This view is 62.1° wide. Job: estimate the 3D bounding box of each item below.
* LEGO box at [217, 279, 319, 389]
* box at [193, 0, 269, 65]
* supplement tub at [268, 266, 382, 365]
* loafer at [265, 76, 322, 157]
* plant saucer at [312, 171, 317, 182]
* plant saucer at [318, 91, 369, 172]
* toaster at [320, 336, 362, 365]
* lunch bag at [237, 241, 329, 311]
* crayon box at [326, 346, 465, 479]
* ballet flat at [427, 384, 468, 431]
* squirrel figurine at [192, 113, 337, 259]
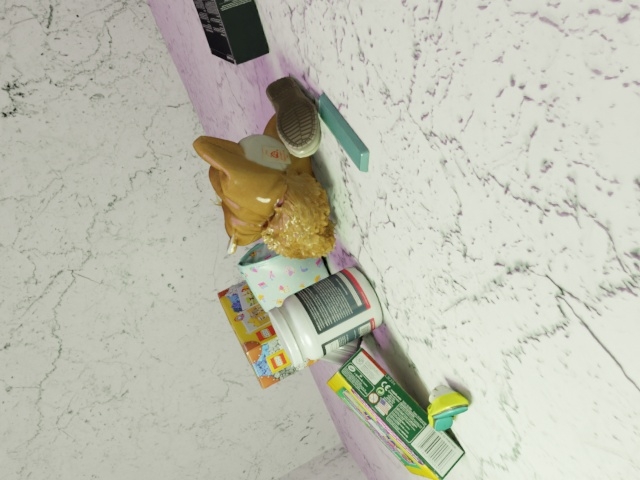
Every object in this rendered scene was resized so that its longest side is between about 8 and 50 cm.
[{"bbox_3d":[-0.164,0.310,2.137,0.500,0.372,0.193,40,152,60],"label":"LEGO box"},{"bbox_3d":[-0.243,-0.577,1.391,0.261,0.103,0.184,45,153,55],"label":"box"},{"bbox_3d":[0.014,0.207,1.459,0.191,0.272,0.191,59,166,25],"label":"supplement tub"},{"bbox_3d":[-0.051,-0.276,1.219,0.092,0.102,0.268,54,-167,-48],"label":"loafer"},{"bbox_3d":[-0.031,-0.175,1.501,0.083,0.013,0.083,58,165,25],"label":"plant saucer"},{"bbox_3d":[0.045,-0.224,1.105,0.192,0.018,0.067,59,165,29],"label":"plant saucer"},{"bbox_3d":[0.061,0.321,1.693,0.227,0.146,0.129,90,-169,-63],"label":"toaster"},{"bbox_3d":[-0.122,0.102,1.786,0.223,0.262,0.160,67,174,-34],"label":"lunch bag"},{"bbox_3d":[0.187,0.480,1.468,0.363,0.106,0.313,45,164,11],"label":"crayon box"},{"bbox_3d":[0.275,0.370,1.196,0.231,0.077,0.077,84,174,-60],"label":"ballet flat"},{"bbox_3d":[-0.145,-0.079,1.435,0.397,0.281,0.370,44,141,14],"label":"squirrel figurine"}]
